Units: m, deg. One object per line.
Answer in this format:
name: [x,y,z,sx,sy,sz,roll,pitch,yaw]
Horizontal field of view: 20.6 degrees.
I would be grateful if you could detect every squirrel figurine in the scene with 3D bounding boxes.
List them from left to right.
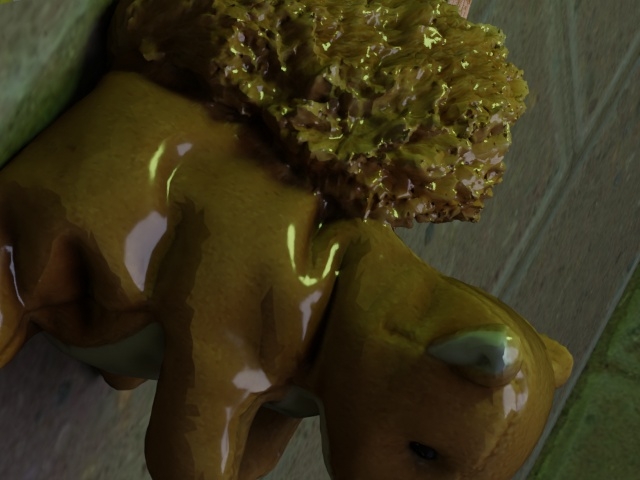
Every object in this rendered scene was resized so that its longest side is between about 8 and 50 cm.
squirrel figurine: [0.000,0.000,1.191,0.397,0.370,0.281,-68,156,-4]

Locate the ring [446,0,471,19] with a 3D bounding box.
ring: [0.063,-0.223,1.581,0.336,0.032,0.337,-45,146,-42]

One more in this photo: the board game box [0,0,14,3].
board game box: [-0.212,-0.169,0.854,0.035,0.201,0.136,-109,-171,-45]
